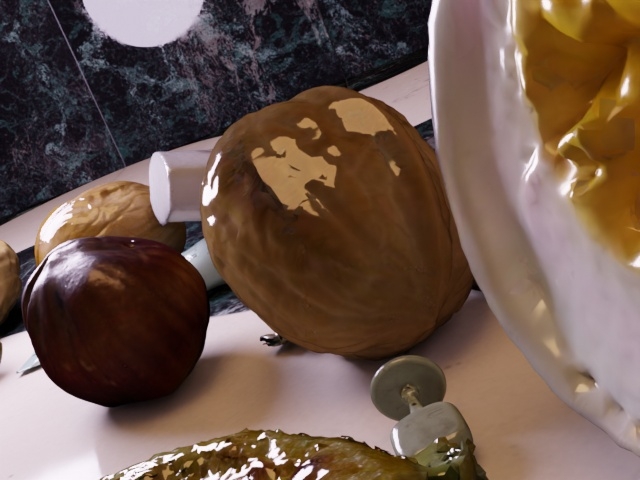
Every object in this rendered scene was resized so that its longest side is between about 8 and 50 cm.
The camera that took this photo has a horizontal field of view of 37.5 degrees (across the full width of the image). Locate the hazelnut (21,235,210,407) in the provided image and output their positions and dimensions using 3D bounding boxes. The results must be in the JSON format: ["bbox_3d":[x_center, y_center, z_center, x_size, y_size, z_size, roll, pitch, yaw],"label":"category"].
[{"bbox_3d":[-0.195,0.071,0.919,0.178,0.178,0.204,-27,24,-16],"label":"hazelnut"}]

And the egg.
[{"bbox_3d":[0.279,-0.085,0.477,0.340,0.354,0.354,-13,11,-24],"label":"egg"}]

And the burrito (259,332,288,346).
[{"bbox_3d":[0.012,0.052,0.929,0.171,0.042,0.051,-27,-2,-33],"label":"burrito"}]

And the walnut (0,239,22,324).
[{"bbox_3d":[-0.551,0.061,1.421,0.198,0.198,0.245,-23,6,-1],"label":"walnut"}]

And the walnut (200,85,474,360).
[{"bbox_3d":[0.015,-0.012,0.800,0.225,0.225,0.261,-29,50,-22],"label":"walnut"}]

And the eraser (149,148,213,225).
[{"bbox_3d":[-0.072,-0.072,1.194,0.270,0.094,0.174,-2,7,-17],"label":"eraser"}]

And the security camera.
[{"bbox_3d":[0.067,0.122,0.621,0.058,0.058,0.092,-21,28,5],"label":"security camera"}]

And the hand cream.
[{"bbox_3d":[-0.232,0.073,1.186,0.321,0.067,0.109,-26,14,5],"label":"hand cream"}]

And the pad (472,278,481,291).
[{"bbox_3d":[0.261,-0.021,0.863,0.286,0.018,0.284,-28,17,-21],"label":"pad"}]

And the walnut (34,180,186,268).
[{"bbox_3d":[-0.283,0.003,1.283,0.207,0.167,0.167,-29,17,-27],"label":"walnut"}]

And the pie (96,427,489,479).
[{"bbox_3d":[-0.070,0.194,0.455,0.355,0.103,0.288,-37,15,-37],"label":"pie"}]

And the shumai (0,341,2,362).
[{"bbox_3d":[-0.462,0.140,1.204,0.116,0.145,0.145,4,21,10],"label":"shumai"}]
